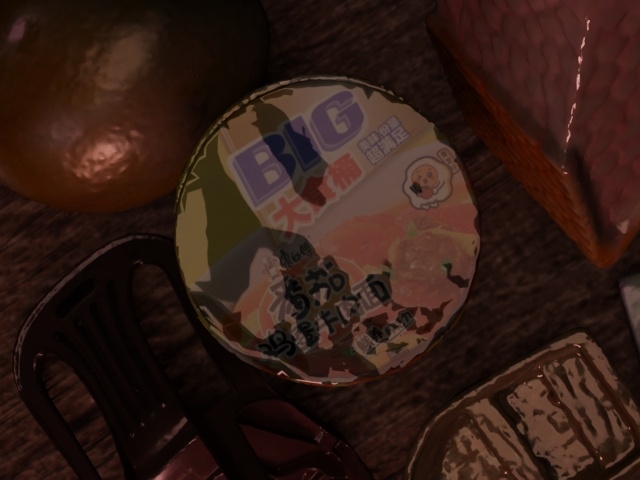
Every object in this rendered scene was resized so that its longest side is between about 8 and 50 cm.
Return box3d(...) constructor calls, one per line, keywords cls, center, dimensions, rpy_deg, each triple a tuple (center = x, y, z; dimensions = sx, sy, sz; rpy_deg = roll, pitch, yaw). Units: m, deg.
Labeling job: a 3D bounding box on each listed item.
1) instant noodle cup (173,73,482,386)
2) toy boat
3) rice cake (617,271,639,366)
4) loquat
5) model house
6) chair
box3d(cls="instant noodle cup", center=(0.000, 0.000, 1.062), dimensions=(0.205, 0.153, 0.205), rpy_deg=(0, 86, -4))
box3d(cls="toy boat", center=(0.139, 0.151, 1.111), dimensions=(0.188, 0.061, 0.116), rpy_deg=(-33, 90, 8))
box3d(cls="rice cake", center=(0.297, 0.123, 1.097), dimensions=(0.127, 0.043, 0.237), rpy_deg=(-17, 90, 7))
box3d(cls="loquat", center=(-0.141, -0.116, 1.074), dimensions=(0.227, 0.179, 0.179), rpy_deg=(-24, 90, 22))
box3d(cls="model house", center=(0.197, -0.142, 1.025), dimensions=(0.237, 0.202, 0.237), rpy_deg=(-19, 135, -26))
box3d(cls="chair", center=(-0.081, 0.162, 1.114), dimensions=(0.175, 0.183, 0.326), rpy_deg=(-42, 43, 8))
